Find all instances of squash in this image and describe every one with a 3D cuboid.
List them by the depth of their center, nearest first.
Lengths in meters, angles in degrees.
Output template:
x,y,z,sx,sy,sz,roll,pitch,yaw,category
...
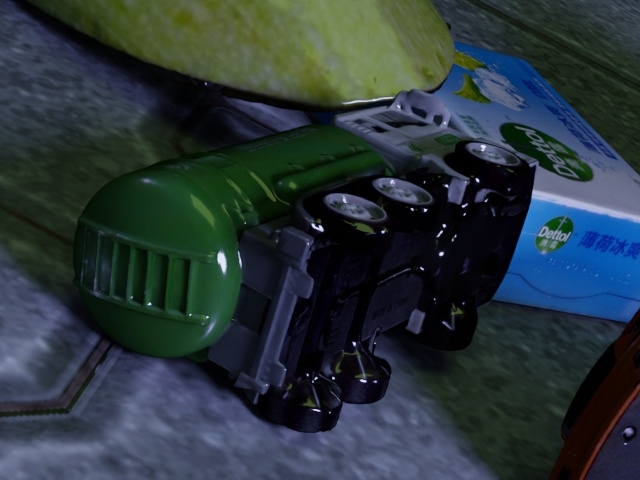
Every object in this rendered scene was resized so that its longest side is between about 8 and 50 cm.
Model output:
x,y,z,sx,sy,sz,roll,pitch,yaw,category
-0.048,-0.134,1.019,0.237,0.155,0.204,-19,6,-31,squash

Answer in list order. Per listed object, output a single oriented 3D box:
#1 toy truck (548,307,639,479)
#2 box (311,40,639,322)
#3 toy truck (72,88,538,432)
x,y,z,sx,sy,sz,roll,pitch,yaw,category
0.214,0.093,0.834,0.252,0.107,0.114,17,25,-28,toy truck
0.102,-0.043,1.030,0.139,0.073,0.194,11,29,-36,box
0.000,0.000,0.803,0.125,0.101,0.242,26,23,25,toy truck
